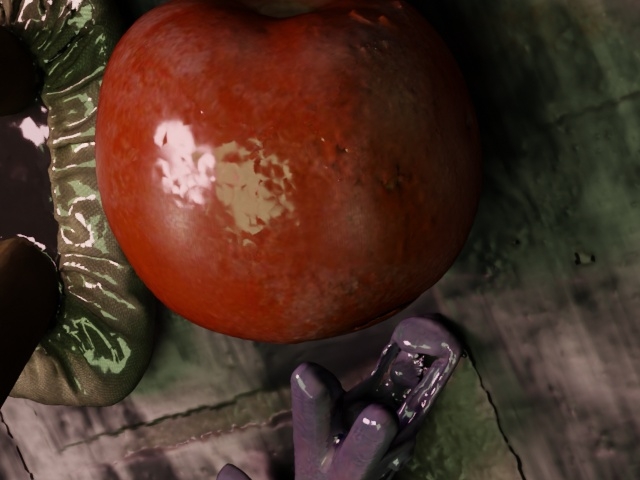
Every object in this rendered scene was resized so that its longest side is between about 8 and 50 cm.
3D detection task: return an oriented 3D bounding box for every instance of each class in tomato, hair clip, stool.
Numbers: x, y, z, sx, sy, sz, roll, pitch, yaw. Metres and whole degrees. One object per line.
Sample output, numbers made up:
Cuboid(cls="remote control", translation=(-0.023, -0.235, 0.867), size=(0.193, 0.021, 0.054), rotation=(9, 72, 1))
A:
Cuboid(cls="tomato", translation=(-0.017, -0.040, 1.069), size=(0.208, 0.208, 0.184), rotation=(7, 110, 24))
Cuboid(cls="hair clip", translation=(-0.004, 0.163, 1.219), size=(0.137, 0.090, 0.278), rotation=(37, 123, 25))
Cuboid(cls="stool", translation=(-0.283, -0.016, 1.202), size=(0.310, 0.226, 0.310), rotation=(6, 113, 26))
